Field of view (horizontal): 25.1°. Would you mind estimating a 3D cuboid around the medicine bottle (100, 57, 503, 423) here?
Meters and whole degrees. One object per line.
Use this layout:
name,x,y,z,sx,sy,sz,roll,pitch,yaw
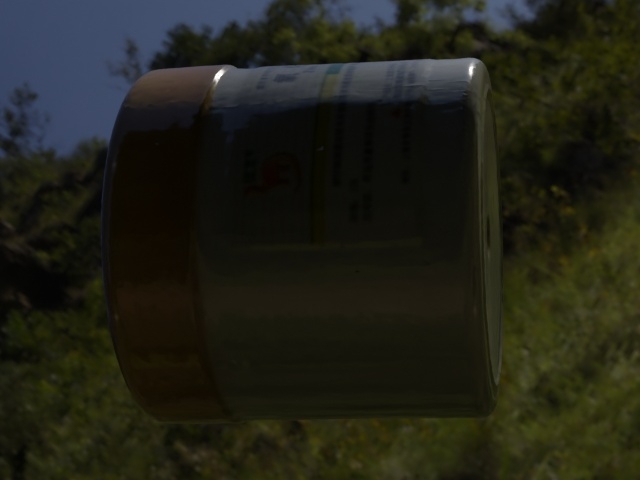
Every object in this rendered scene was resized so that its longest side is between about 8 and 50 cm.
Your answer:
medicine bottle,0.000,0.000,0.945,0.238,0.232,0.238,-2,-90,-80
